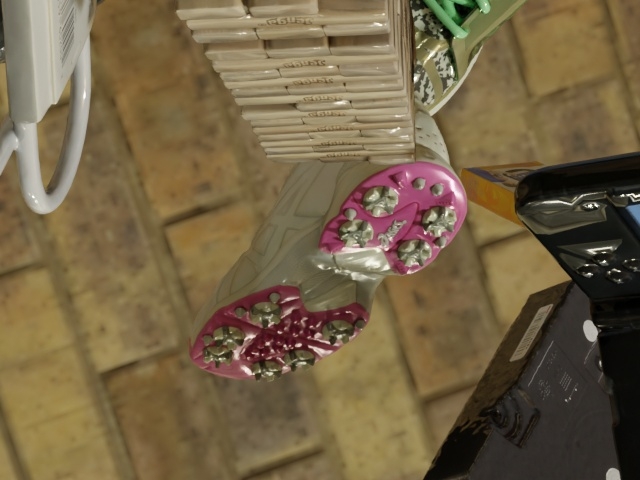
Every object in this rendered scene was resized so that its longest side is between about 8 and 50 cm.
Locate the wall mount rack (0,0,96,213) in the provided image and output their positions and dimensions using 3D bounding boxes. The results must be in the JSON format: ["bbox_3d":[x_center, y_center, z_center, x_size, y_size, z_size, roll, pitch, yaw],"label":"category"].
[{"bbox_3d":[-0.182,-0.198,0.887,0.304,0.130,0.350,-78,175,-50],"label":"wall mount rack"}]

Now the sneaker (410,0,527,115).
[{"bbox_3d":[0.138,-0.252,1.458,0.158,0.410,0.182,44,-12,-2],"label":"sneaker"}]

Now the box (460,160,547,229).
[{"bbox_3d":[0.183,-0.031,1.351,0.136,0.081,0.028,28,-61,52],"label":"box"}]

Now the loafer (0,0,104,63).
[{"bbox_3d":[-0.210,-0.174,1.176,0.076,0.223,0.078,57,7,-10],"label":"loafer"}]

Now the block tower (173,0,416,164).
[{"bbox_3d":[-0.001,-0.112,0.858,0.335,0.091,0.097,50,39,-80],"label":"block tower"}]

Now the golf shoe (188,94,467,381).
[{"bbox_3d":[0.000,0.000,1.351,0.115,0.306,0.140,25,41,-31],"label":"golf shoe"}]

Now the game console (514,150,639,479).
[{"bbox_3d":[0.280,0.064,0.937,0.250,0.293,0.173,41,47,-54],"label":"game console"}]

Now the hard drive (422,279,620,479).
[{"bbox_3d":[0.233,0.228,1.295,0.064,0.237,0.339,-25,-69,44],"label":"hard drive"}]
